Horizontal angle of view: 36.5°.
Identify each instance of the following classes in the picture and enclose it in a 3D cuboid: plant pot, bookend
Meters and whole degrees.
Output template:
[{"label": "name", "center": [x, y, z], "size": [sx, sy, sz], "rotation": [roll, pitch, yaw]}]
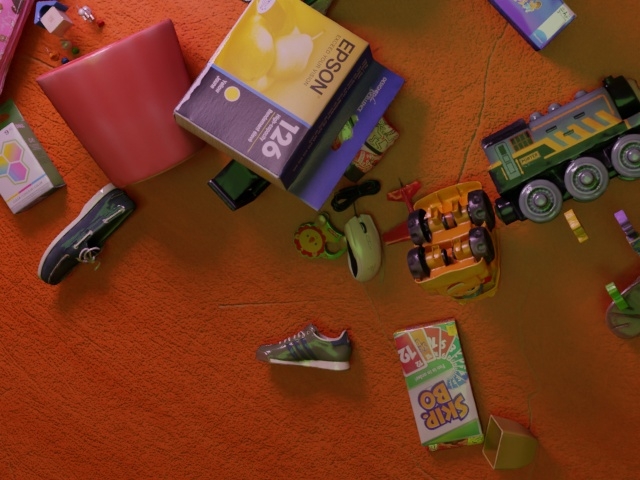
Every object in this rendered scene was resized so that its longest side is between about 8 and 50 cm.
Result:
[{"label": "plant pot", "center": [0.369, 0.393, 1.870], "size": [0.083, 0.081, 0.081], "rotation": [9, 102, -9]}, {"label": "plant pot", "center": [-0.347, -0.248, 1.804], "size": [0.274, 0.275, 0.243], "rotation": [-21, 106, 13]}, {"label": "bookend", "center": [-0.116, -0.142, 1.822], "size": [0.157, 0.156, 0.072], "rotation": [-44, 90, 13]}]

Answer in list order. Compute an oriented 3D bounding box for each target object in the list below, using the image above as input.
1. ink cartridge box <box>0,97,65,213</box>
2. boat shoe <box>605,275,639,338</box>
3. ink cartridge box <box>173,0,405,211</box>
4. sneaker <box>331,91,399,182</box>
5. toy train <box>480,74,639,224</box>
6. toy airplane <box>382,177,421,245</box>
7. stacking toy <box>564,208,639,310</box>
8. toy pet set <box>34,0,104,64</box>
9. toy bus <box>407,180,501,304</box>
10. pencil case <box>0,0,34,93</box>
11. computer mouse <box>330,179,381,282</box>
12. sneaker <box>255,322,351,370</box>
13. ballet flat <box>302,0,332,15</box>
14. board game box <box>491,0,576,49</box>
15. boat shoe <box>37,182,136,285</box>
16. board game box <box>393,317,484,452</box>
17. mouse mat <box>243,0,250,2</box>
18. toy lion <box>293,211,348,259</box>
[{"label": "ink cartridge box", "center": [-0.620, -0.170, 1.955], "size": [0.109, 0.062, 0.209], "rotation": [-31, 93, 14]}, {"label": "boat shoe", "center": [0.637, 0.068, 1.768], "size": [0.285, 0.089, 0.105], "rotation": [-40, 76, 11]}, {"label": "ink cartridge box", "center": [-0.051, -0.259, 1.726], "size": [0.307, 0.072, 0.304], "rotation": [32, 78, 6]}, {"label": "sneaker", "center": [0.024, -0.251, 1.814], "size": [0.145, 0.090, 0.270], "rotation": [-44, 92, 12]}, {"label": "toy train", "center": [0.448, -0.157, 1.734], "size": [0.333, 0.142, 0.190], "rotation": [-27, 85, 13]}, {"label": "toy airplane", "center": [0.180, -0.049, 1.850], "size": [0.151, 0.028, 0.151], "rotation": [1, 99, 8]}, {"label": "stacking toy", "center": [0.547, 0.000, 1.687], "size": [0.167, 0.052, 0.221], "rotation": [-30, 114, 15]}, {"label": "toy pet set", "center": [-0.502, -0.415, 1.876], "size": [0.122, 0.114, 0.065], "rotation": [-43, 74, 12]}, {"label": "toy bus", "center": [0.261, 0.039, 1.755], "size": [0.149, 0.220, 0.211], "rotation": [-18, 128, 22]}, {"label": "pencil case", "center": [-0.645, -0.424, 1.870], "size": [0.160, 0.167, 0.386], "rotation": [18, 106, -34]}, {"label": "computer mouse", "center": [0.083, -0.013, 1.849], "size": [0.106, 0.042, 0.193], "rotation": [-19, 104, -29]}, {"label": "sneaker", "center": [-0.031, 0.204, 1.919], "size": [0.192, 0.064, 0.086], "rotation": [6, 93, 9]}, {"label": "ballet flat", "center": [-0.022, -0.426, 1.816], "size": [0.168, 0.057, 0.052], "rotation": [-33, 120, 17]}, {"label": "board game box", "center": [0.282, -0.474, 1.652], "size": [0.078, 0.233, 0.347], "rotation": [-43, 91, 14]}, {"label": "boat shoe", "center": [-0.465, 0.001, 1.945], "size": [0.079, 0.095, 0.254], "rotation": [43, 95, 12]}, {"label": "board game box", "center": [0.233, 0.289, 1.899], "size": [0.124, 0.039, 0.260], "rotation": [-13, 100, 13]}, {"label": "mouse mat", "center": [-0.188, -0.555, 1.839], "size": [0.189, 0.007, 0.153], "rotation": [24, 103, 4]}, {"label": "toy lion", "center": [0.000, 0.000, 1.892], "size": [0.100, 0.034, 0.096], "rotation": [40, 111, 1]}]
